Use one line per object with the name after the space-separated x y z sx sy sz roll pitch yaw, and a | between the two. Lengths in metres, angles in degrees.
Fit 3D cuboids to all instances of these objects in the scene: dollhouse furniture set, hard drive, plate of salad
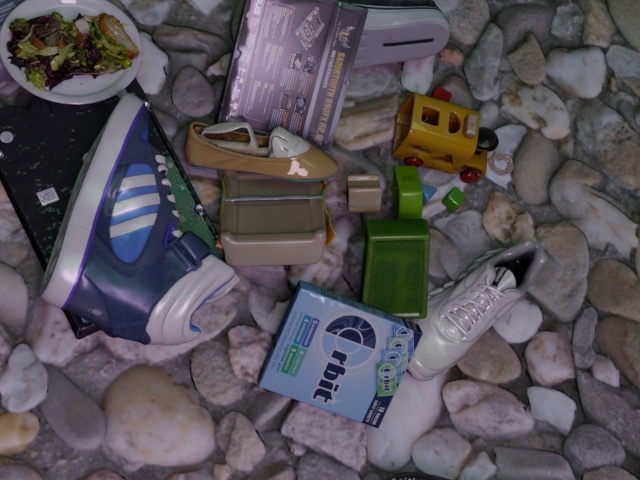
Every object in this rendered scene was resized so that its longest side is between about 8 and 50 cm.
0.000 0.000 1.354 0.302 0.151 0.197 -1 37 -3 | dollhouse furniture set
-0.304 -0.059 1.294 0.237 0.064 0.339 -25 78 -24 | hard drive
-0.354 -0.283 1.308 0.200 0.048 0.199 6 64 -13 | plate of salad

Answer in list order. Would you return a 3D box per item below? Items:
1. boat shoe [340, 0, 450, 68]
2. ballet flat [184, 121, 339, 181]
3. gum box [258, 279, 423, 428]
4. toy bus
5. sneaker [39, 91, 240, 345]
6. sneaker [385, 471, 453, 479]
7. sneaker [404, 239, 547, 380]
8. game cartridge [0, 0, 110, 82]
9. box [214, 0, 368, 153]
0.042 -0.352 1.504 0.335 0.121 0.119 -3 48 -18 | boat shoe
-0.088 -0.134 1.342 0.232 0.073 0.080 5 35 5 | ballet flat
0.026 0.161 1.282 0.184 0.041 0.157 21 103 -10 | gum box
0.217 -0.166 1.481 0.202 0.104 0.191 -33 83 -25 | toy bus
-0.211 -0.017 1.215 0.236 0.130 0.322 23 59 -20 | sneaker
0.224 0.409 1.220 0.296 0.178 0.123 15 63 20 | sneaker
0.230 0.094 1.380 0.292 0.118 0.110 -41 88 -25 | sneaker
-0.473 -0.340 1.354 0.297 0.062 0.198 -35 88 -26 | game cartridge
-0.046 -0.264 1.393 0.183 0.056 0.231 12 103 -13 | box
